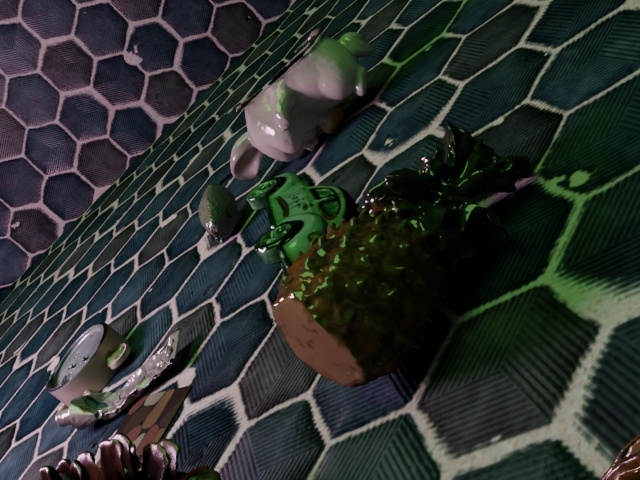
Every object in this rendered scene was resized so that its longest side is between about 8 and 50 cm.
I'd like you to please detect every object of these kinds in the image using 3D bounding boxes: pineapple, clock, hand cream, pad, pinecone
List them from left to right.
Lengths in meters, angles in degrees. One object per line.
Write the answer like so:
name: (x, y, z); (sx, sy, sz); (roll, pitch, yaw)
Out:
clock: (-0.411, 0.219, 1.457); (0.229, 0.063, 0.156); (-27, 27, 43)
pinecone: (-0.192, 0.274, 0.761); (0.207, 0.208, 0.208); (-38, 22, 18)
hand cream: (-0.304, 0.224, 1.261); (0.257, 0.050, 0.084); (-33, 21, 18)
pad: (-0.270, 0.299, 1.122); (0.158, 0.003, 0.235); (-22, 31, 47)
pineapple: (0.097, 0.002, 0.821); (0.170, 0.141, 0.310); (19, 55, 42)

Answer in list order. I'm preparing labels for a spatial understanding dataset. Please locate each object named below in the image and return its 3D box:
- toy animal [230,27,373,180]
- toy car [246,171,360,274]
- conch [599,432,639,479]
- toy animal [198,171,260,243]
toy animal: (-0.045, -0.241, 1.499); (0.325, 0.154, 0.208); (-31, 18, 45)
toy car: (0.000, 0.000, 0.996); (0.125, 0.136, 0.306); (-29, 21, 5)
conch: (0.238, 0.088, 0.464); (0.233, 0.080, 0.086); (-62, -15, 9)
toy animal: (-0.180, -0.079, 1.552); (0.070, 0.079, 0.253); (-42, 18, 26)
